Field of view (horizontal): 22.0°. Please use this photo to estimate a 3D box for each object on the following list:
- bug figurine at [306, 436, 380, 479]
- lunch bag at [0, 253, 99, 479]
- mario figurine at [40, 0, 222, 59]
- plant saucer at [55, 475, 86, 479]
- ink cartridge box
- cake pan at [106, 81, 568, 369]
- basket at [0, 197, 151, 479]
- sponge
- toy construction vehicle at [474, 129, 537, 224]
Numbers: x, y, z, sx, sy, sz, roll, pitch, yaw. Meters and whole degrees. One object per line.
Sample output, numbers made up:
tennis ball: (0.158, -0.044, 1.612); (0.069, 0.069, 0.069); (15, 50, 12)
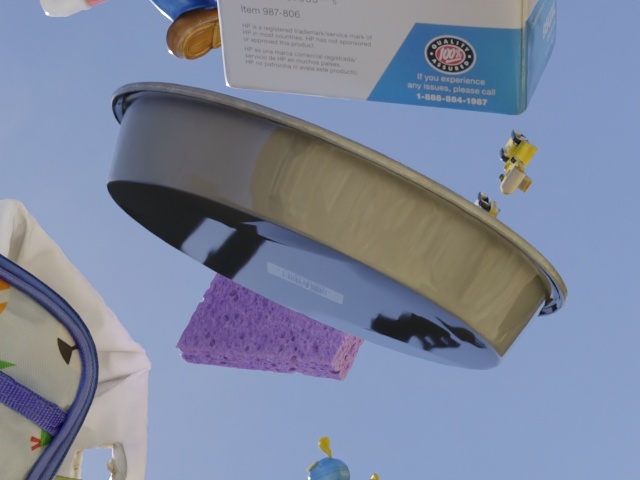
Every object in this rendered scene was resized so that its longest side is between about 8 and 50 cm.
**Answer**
bug figurine: (0.029, 0.302, 1.483); (0.072, 0.216, 0.279); (-16, -19, -8)
lunch bag: (-0.269, 0.059, 0.753); (0.303, 0.115, 0.243); (33, -103, -10)
mario figurine: (-0.231, -0.322, 1.790); (0.198, 0.320, 0.170); (-51, -32, -1)
plant saucer: (-0.287, 0.274, 1.318); (0.045, 0.188, 0.188); (129, 150, -70)
ink cartridge box: (0.058, -0.329, 1.436); (0.166, 0.286, 0.394); (-58, -29, -52)
cake pan: (0.000, 0.000, 0.969); (0.293, 0.293, 0.054); (40, -109, -54)
basket: (-0.362, 0.190, 1.668); (0.331, 0.266, 0.328); (60, -157, -48)
sponge: (-0.043, 0.084, 1.730); (0.031, 0.210, 0.117); (56, -131, -40)
toy construction vehicle: (0.163, -0.043, 1.417); (0.086, 0.035, 0.098); (-59, 8, 16)
